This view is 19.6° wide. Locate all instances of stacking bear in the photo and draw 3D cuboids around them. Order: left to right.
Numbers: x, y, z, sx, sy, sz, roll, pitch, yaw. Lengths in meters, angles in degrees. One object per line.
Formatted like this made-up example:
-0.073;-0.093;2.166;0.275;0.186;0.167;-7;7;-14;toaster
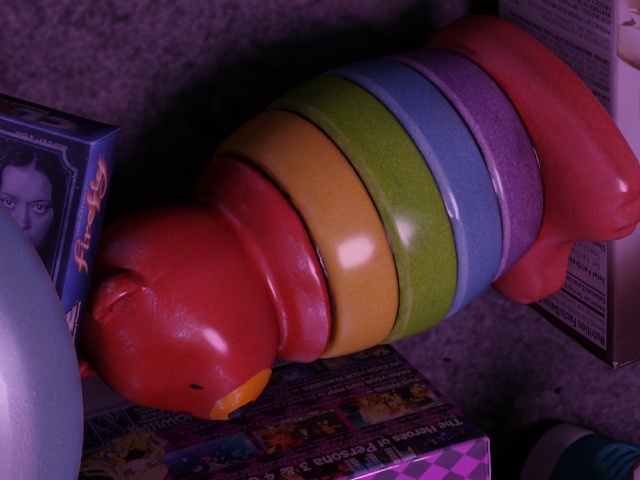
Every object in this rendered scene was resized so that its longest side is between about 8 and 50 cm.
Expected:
0.000;0.000;1.002;0.289;0.175;0.164;-26;80;-25;stacking bear

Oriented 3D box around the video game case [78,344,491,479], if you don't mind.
-0.055;0.108;1.021;0.232;0.210;0.042;-14;115;-19;video game case

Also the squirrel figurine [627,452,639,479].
0.072;0.238;1.051;0.370;0.397;0.281;-26;103;-16;squirrel figurine

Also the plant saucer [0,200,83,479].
-0.272;0.078;0.885;0.317;0.044;0.318;3;106;10;plant saucer

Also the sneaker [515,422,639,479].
0.247;0.263;1.233;0.124;0.178;0.296;-40;124;-31;sneaker

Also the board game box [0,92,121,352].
-0.231;-0.008;0.909;0.243;0.042;0.165;16;107;10;board game box

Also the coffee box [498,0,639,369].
0.202;-0.097;1.082;0.168;0.119;0.297;-20;123;-24;coffee box
